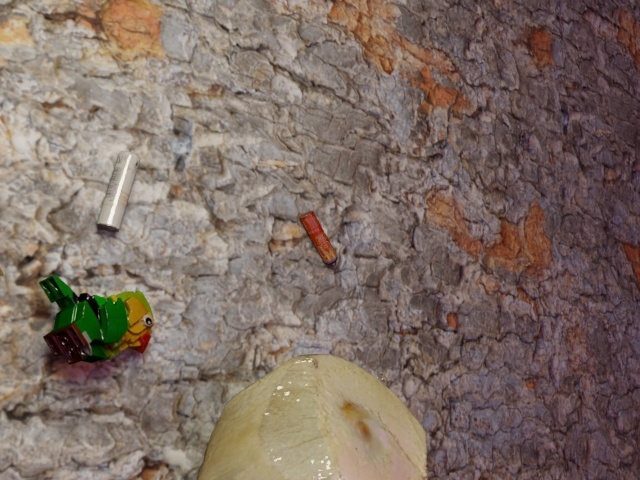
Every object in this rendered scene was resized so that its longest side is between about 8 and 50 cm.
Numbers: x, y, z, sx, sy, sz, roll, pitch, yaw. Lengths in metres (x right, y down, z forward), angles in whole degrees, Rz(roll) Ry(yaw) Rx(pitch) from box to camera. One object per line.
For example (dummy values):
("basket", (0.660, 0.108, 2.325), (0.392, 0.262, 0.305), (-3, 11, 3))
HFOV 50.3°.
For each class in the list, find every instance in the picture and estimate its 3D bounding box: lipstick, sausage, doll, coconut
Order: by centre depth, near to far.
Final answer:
("doll", (-0.352, 0.128, 1.099), (0.186, 0.106, 0.134), (8, 63, -54))
("coconut", (-0.030, 0.417, 1.157), (0.405, 0.405, 0.404), (7, 79, -37))
("lipstick", (-0.348, -0.086, 1.177), (0.040, 0.040, 0.141), (23, 69, -33))
("sausage", (0.000, 0.000, 1.440), (0.034, 0.034, 0.129), (-38, 106, -36))

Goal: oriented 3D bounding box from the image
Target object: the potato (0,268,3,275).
("potato", (-0.517, 0.099, 0.990), (0.105, 0.085, 0.188), (-9, 92, -61))
